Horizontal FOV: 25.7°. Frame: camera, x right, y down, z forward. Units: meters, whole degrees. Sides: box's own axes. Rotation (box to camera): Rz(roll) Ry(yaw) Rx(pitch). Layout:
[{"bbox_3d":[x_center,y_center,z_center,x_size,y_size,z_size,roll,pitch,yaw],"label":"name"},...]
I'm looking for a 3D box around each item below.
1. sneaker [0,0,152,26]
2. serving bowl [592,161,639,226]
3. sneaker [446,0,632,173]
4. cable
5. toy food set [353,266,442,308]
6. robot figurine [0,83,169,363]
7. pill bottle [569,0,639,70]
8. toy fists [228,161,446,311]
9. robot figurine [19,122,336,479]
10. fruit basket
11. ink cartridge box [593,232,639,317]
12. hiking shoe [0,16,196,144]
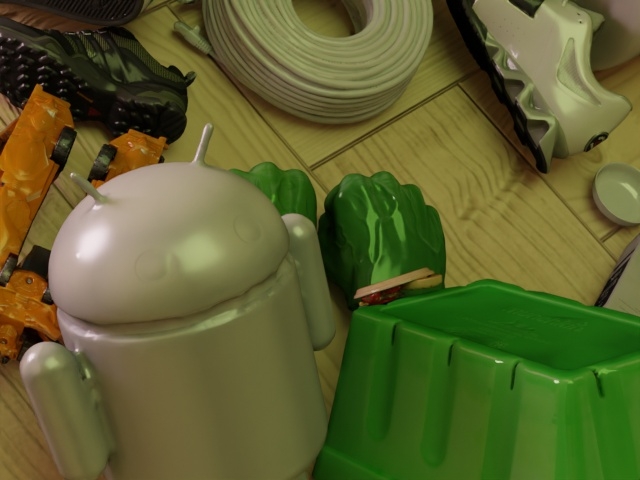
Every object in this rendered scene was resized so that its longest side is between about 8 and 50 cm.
[{"bbox_3d":[-0.278,-0.328,1.479,0.295,0.124,0.178,22,34,12],"label":"sneaker"},{"bbox_3d":[0.349,-0.050,1.629,0.083,0.027,0.083,10,58,-17],"label":"serving bowl"},{"bbox_3d":[0.243,-0.250,1.624,0.146,0.122,0.330,-28,80,0],"label":"sneaker"},{"bbox_3d":[0.000,-0.254,1.558,0.257,0.089,0.257,41,58,2],"label":"cable"},{"bbox_3d":[0.072,0.045,1.329,0.083,0.082,0.020,-18,88,-11],"label":"toy food set"},{"bbox_3d":[-0.252,-0.001,1.309,0.211,0.085,0.291,23,53,-8],"label":"robot figurine"},{"bbox_3d":[0.436,-0.380,1.745,0.407,0.229,0.229,-29,74,-34],"label":"pill bottle"},{"bbox_3d":[0.000,0.000,1.411,0.279,0.096,0.142,3,72,-22],"label":"toy fists"},{"bbox_3d":[-0.109,0.086,1.172,0.300,0.199,0.353,-29,119,-37],"label":"robot figurine"},{"bbox_3d":[0.167,0.246,1.220,0.283,0.392,0.392,-12,65,-32],"label":"fruit basket"},{"bbox_3d":[0.353,0.124,1.470,0.165,0.065,0.333,39,42,3],"label":"ink cartridge box"},{"bbox_3d":[-0.240,-0.176,1.436,0.227,0.086,0.114,24,40,-14],"label":"hiking shoe"}]
